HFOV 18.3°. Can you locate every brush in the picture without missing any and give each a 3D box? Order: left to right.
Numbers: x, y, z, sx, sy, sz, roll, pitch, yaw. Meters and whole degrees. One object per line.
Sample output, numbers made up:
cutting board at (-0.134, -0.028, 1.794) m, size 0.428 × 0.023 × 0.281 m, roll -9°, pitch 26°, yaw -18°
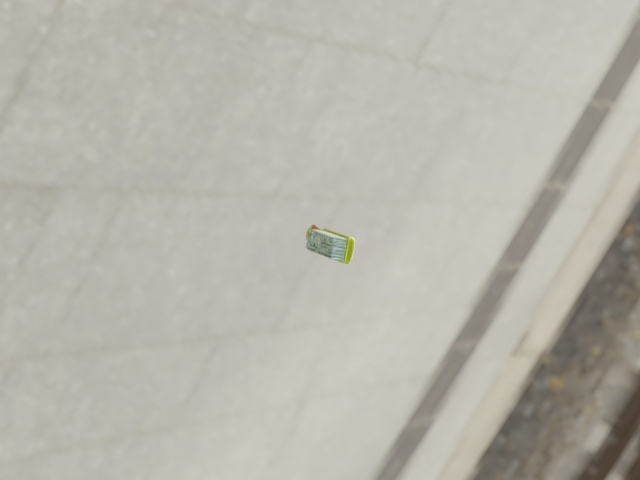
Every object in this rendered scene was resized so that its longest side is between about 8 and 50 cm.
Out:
brush at (0.000, 0.000, 1.333) m, size 0.083 × 0.021 × 0.019 m, roll -155°, pitch -106°, yaw -70°
